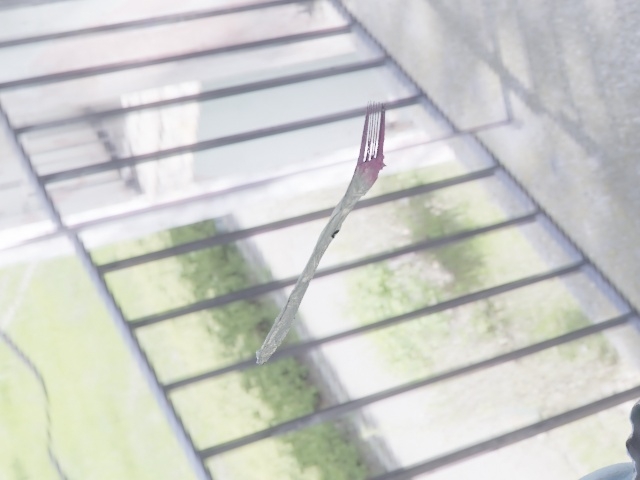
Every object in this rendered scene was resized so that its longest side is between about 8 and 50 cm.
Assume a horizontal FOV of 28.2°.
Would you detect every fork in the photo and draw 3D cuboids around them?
[{"bbox_3d":[0.001,0.001,0.486,0.012,0.016,0.115,40,112,40],"label":"fork"}]

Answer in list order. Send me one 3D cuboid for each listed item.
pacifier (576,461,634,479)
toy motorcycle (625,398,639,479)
[{"bbox_3d":[0.178,0.251,0.924,0.207,0.227,0.279,26,146,47],"label":"pacifier"},{"bbox_3d":[0.188,0.058,0.319,0.229,0.094,0.130,-33,88,41],"label":"toy motorcycle"}]
